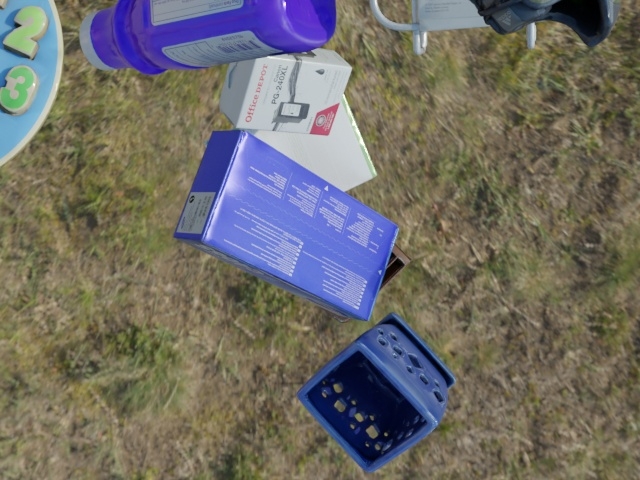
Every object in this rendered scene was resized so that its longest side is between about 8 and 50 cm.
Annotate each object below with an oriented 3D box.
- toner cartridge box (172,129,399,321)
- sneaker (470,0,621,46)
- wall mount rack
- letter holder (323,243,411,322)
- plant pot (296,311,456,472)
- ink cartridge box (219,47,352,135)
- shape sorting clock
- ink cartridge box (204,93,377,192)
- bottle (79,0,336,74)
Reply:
[{"bbox_3d":[-0.037,-0.013,1.224,0.348,0.075,0.165,30,76,-41],"label":"toner cartridge box"},{"bbox_3d":[0.149,-0.248,0.721,0.300,0.111,0.121,5,77,-18],"label":"sneaker"},{"bbox_3d":[0.264,-0.482,1.450,0.350,0.130,0.304,1,105,15],"label":"wall mount rack"},{"bbox_3d":[0.000,0.000,1.760,0.214,0.152,0.302,-45,65,3],"label":"letter holder"},{"bbox_3d":[0.133,0.305,1.753,0.236,0.212,0.236,47,125,5],"label":"plant pot"},{"bbox_3d":[-0.049,-0.206,1.131,0.150,0.063,0.109,-1,125,-32],"label":"ink cartridge box"},{"bbox_3d":[-0.283,-0.134,0.571,0.206,0.040,0.206,1,82,-11],"label":"shape sorting clock"},{"bbox_3d":[-0.047,-0.129,1.304,0.235,0.056,0.171,-27,106,-12],"label":"ink cartridge box"},{"bbox_3d":[-0.126,-0.223,0.850,0.283,0.118,0.092,-1,94,34],"label":"bottle"}]
